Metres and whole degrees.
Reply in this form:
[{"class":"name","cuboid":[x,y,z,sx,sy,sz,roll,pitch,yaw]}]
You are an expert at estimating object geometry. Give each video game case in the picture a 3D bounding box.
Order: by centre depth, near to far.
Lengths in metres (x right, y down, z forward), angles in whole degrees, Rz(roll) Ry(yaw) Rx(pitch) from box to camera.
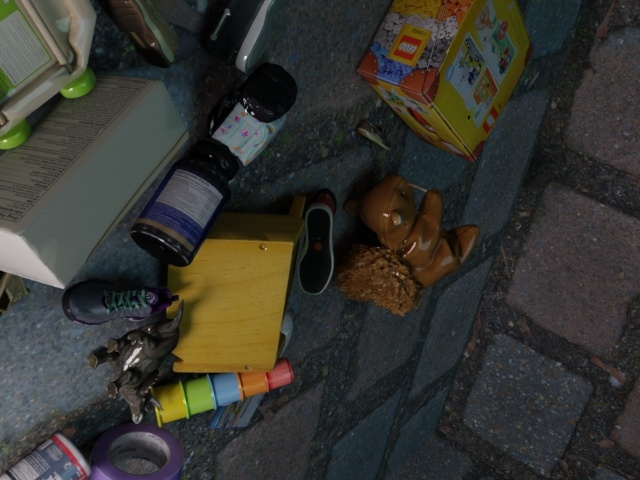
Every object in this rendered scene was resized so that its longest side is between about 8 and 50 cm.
[{"class":"video game case","cuboid":[-0.227,0.467,1.791,0.119,0.015,0.166,-61,151,2]}]

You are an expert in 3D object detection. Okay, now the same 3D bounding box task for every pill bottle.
[{"class":"pill bottle","cuboid":[-0.241,-0.071,1.182,0.219,0.123,0.122,-63,153,-23]},{"class":"pill bottle","cuboid":[-0.537,0.461,1.214,0.180,0.108,0.107,-39,144,-33]}]

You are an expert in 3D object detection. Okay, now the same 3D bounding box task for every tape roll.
[{"class":"tape roll","cuboid":[-0.391,0.481,1.375,0.189,0.189,0.080,-17,128,-51]}]

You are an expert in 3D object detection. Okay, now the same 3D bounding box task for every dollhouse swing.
[{"class":"dollhouse swing","cuboid":[-0.183,0.069,1.473,0.316,0.305,0.346,3,122,-12]}]

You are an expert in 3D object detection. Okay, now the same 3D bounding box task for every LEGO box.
[{"class":"LEGO box","cuboid":[0.351,-0.473,1.692,0.372,0.193,0.500,-62,151,2]}]

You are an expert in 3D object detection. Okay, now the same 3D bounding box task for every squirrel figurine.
[{"class":"squirrel figurine","cuboid":[0.212,0.012,1.835,0.396,0.281,0.370,-60,144,-7]}]

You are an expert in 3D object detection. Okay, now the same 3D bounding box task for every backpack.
[{"class":"backpack","cuboid":[-0.129,-0.224,1.189,0.182,0.115,0.152,-39,-175,46]}]

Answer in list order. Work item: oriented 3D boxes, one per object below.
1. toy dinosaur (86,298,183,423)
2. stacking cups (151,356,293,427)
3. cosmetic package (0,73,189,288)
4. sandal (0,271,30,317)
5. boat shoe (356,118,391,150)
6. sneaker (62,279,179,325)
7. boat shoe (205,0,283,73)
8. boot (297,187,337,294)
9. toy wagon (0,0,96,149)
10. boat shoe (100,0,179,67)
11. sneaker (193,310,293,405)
[{"class":"toy dinosaur","cuboid":[-0.352,0.220,1.287,0.313,0.121,0.160,-61,158,14]},{"class":"stacking cups","cuboid":[-0.222,0.336,1.475,0.317,0.096,0.096,-12,130,-19]},{"class":"cosmetic package","cuboid":[-0.343,-0.097,0.905,0.309,0.160,0.113,-59,147,-31]},{"class":"sandal","cuboid":[-0.474,0.060,0.986,0.079,0.088,0.239,22,91,-54]},{"class":"boat shoe","cuboid":[0.151,-0.277,1.693,0.152,0.056,0.049,14,108,-60]},{"class":"sneaker","cuboid":[-0.359,0.103,1.173,0.224,0.098,0.083,7,68,-65]},{"class":"boat shoe","cuboid":[-0.101,-0.445,1.120,0.302,0.091,0.114,-63,179,-3]},{"class":"boot","cuboid":[0.000,0.000,1.616,0.176,0.089,0.244,-74,171,-67]},{"class":"toy wagon","cuboid":[-0.442,-0.237,0.801,0.344,0.068,0.267,-47,147,-21]},{"class":"boat shoe","cuboid":[-0.271,-0.349,0.984,0.190,0.068,0.072,65,46,-66]},{"class":"sneaker","cuboid":[-0.187,0.268,1.589,0.292,0.108,0.169,-51,152,-14]}]
